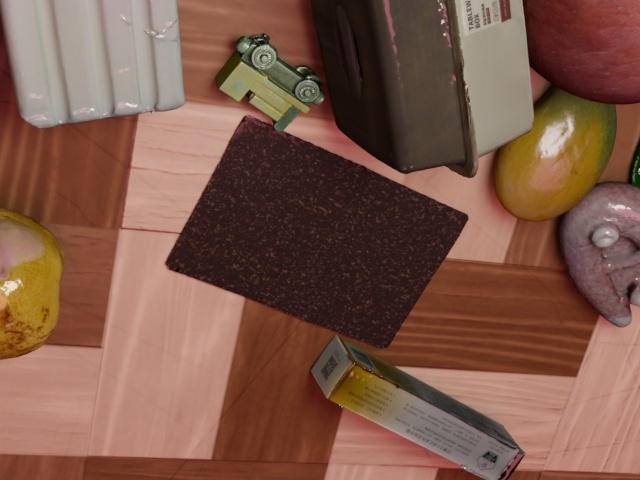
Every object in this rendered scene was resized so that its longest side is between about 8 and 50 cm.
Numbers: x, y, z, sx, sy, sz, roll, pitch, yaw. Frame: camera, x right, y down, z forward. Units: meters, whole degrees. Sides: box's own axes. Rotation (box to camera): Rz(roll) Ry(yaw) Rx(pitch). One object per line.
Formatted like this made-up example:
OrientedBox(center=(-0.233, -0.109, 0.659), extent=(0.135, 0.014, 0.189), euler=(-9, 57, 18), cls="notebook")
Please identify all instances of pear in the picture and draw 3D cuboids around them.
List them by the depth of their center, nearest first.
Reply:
OrientedBox(center=(-0.366, 0.046, 1.191), extent=(0.178, 0.178, 0.178), euler=(-6, 118, -11), cls="pear")

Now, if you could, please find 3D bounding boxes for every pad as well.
OrientedBox(center=(0.000, 0.000, 1.352), extent=(0.330, 0.004, 0.220), euler=(23, 109, -24), cls="pad")

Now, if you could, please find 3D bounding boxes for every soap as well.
OrientedBox(center=(-0.235, -0.263, 1.084), extent=(0.173, 0.095, 0.289), euler=(-11, 125, -15), cls="soap")

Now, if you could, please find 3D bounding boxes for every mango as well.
OrientedBox(center=(0.287, -0.113, 1.321), extent=(0.130, 0.092, 0.195), euler=(18, 102, -13), cls="mango")

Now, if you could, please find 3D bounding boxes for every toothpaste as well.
OrientedBox(center=(0.135, 0.229, 1.460), extent=(0.313, 0.089, 0.071), euler=(30, 100, -25), cls="toothpaste")

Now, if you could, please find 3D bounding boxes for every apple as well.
OrientedBox(center=(0.320, -0.296, 1.137), extent=(0.305, 0.235, 0.306), euler=(-22, 132, -27), cls="apple")

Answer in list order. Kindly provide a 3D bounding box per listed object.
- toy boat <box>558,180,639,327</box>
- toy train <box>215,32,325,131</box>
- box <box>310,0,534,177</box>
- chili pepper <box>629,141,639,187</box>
OrientedBox(center=(0.388, 0.027, 1.390), extent=(0.155, 0.085, 0.227), euler=(-15, 124, 27), cls="toy boat")
OrientedBox(center=(-0.055, -0.176, 1.221), extent=(0.122, 0.050, 0.081), euler=(33, 109, -27), cls="toy train")
OrientedBox(center=(0.100, -0.220, 1.143), extent=(0.166, 0.220, 0.290), euler=(-22, 120, -17), cls="box")
OrientedBox(center=(0.447, -0.103, 1.379), extent=(0.098, 0.061, 0.224), euler=(6, 119, -2), cls="chili pepper")
